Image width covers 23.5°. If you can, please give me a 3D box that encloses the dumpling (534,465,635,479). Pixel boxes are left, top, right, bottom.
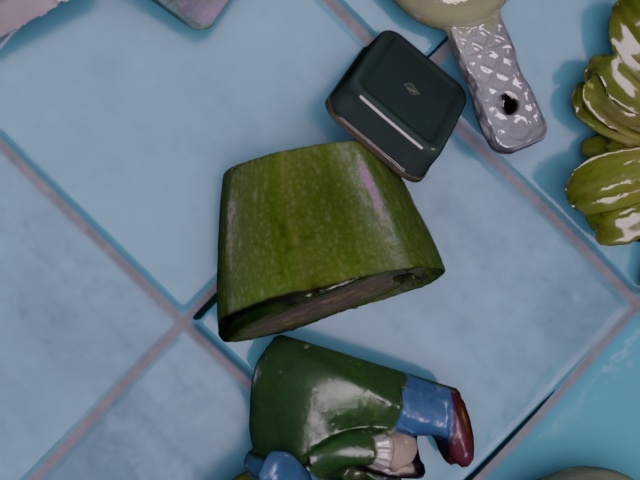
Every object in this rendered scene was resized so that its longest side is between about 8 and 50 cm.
[{"bbox_3d":[0.195,0.249,1.117,0.258,0.193,0.147,-17,99,-6],"label":"dumpling"}]

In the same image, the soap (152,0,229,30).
[{"bbox_3d":[-0.065,-0.287,1.076,0.094,0.150,0.261,37,91,28],"label":"soap"}]

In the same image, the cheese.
[{"bbox_3d":[0.103,-0.175,1.138,0.127,0.050,0.235,-18,82,-11],"label":"cheese"}]

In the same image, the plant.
[{"bbox_3d":[0.342,-0.091,1.114,0.306,0.297,0.261,24,60,9],"label":"plant"}]

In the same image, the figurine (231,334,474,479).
[{"bbox_3d":[0.004,0.200,1.142,0.185,0.127,0.234,18,82,-13],"label":"figurine"}]

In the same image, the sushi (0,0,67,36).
[{"bbox_3d":[-0.400,-0.252,1.100,0.343,0.064,0.359,-29,97,3],"label":"sushi"}]

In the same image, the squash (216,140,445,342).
[{"bbox_3d":[0.000,0.000,1.107,0.170,0.170,0.123,-10,82,-4],"label":"squash"}]

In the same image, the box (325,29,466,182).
[{"bbox_3d":[0.059,-0.101,1.119,0.091,0.126,0.031,40,123,-5],"label":"box"}]
